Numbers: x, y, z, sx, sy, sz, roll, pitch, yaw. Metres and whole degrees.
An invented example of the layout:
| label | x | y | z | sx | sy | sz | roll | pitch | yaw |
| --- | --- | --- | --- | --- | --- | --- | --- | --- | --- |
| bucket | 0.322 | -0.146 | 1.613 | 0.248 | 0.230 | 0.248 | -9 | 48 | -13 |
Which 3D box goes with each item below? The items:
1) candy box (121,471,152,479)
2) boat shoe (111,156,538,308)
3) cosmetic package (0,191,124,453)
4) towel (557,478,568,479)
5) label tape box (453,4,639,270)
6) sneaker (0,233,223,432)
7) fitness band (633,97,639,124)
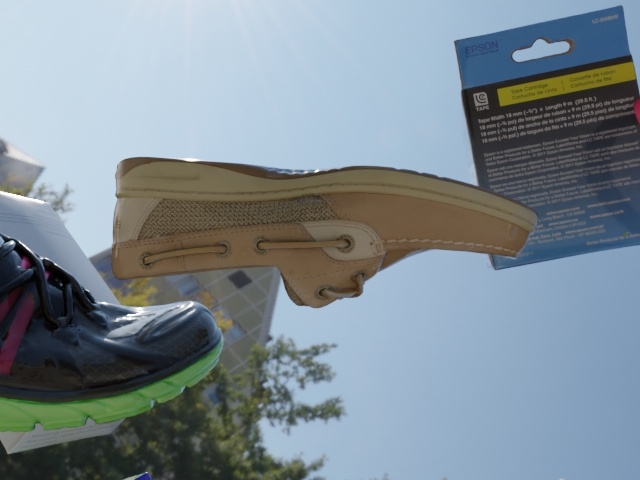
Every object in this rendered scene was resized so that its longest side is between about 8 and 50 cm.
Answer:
| label | x | y | z | sx | sy | sz | roll | pitch | yaw |
| --- | --- | --- | --- | --- | --- | --- | --- | --- | --- |
| candy box | -0.321 | 0.502 | 0.915 | 0.122 | 0.317 | 0.268 | -36 | -101 | 49 |
| boat shoe | 0.000 | 0.000 | 0.579 | 0.121 | 0.342 | 0.110 | 38 | 57 | -82 |
| cosmetic package | -0.428 | 0.105 | 1.045 | 0.156 | 0.217 | 0.385 | -44 | -112 | 11 |
| towel | 0.363 | 0.550 | 1.106 | 0.121 | 0.235 | 0.283 | -23 | -100 | 30 |
| label tape box | 0.338 | -0.141 | 1.033 | 0.106 | 0.241 | 0.333 | -7 | 87 | -83 |
| sneaker | -0.309 | 0.072 | 0.680 | 0.185 | 0.483 | 0.202 | -1 | -97 | 56 |
| fitness band | 0.485 | -0.104 | 0.920 | 0.054 | 0.291 | 0.208 | -28 | -97 | 31 |
